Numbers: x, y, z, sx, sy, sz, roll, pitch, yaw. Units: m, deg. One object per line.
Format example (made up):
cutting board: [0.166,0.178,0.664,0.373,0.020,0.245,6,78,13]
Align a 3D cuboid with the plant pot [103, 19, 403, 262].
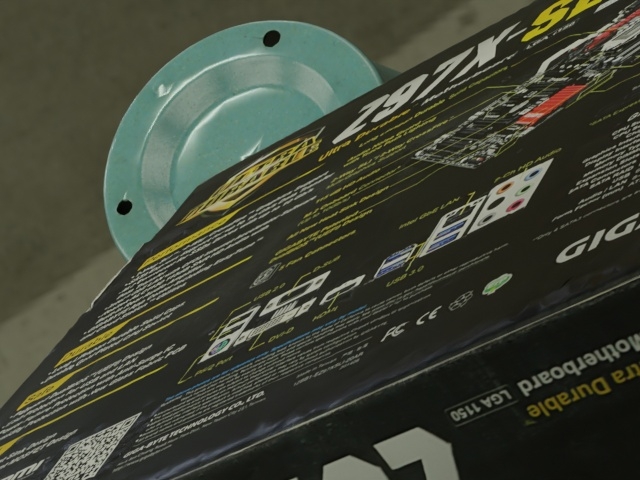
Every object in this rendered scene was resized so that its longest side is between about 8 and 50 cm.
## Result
plant pot: [0.000,0.000,1.218,0.272,0.255,0.271,-11,61,19]

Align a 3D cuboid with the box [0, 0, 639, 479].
box: [0.045,0.012,0.515,0.322,0.079,0.257,-27,14,34]
